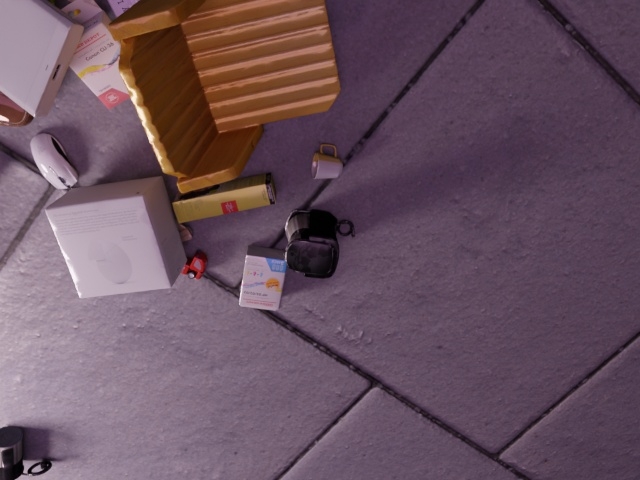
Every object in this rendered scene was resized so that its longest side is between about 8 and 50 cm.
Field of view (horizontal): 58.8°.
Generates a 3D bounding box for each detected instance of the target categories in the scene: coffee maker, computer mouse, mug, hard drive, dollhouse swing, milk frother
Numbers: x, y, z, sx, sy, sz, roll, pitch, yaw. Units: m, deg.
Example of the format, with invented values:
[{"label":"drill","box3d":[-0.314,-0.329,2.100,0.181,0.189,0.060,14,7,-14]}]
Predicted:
[{"label":"coffee maker","box3d":[0.000,0.000,1.340,0.171,0.178,0.120,-15,115,3]},{"label":"computer mouse","box3d":[-0.602,-0.152,1.305,0.106,0.042,0.193,-24,114,8]},{"label":"mug","box3d":[0.019,-0.179,1.327,0.064,0.062,0.078,4,121,-14]},{"label":"hard drive","box3d":[-0.624,-0.412,1.115,0.307,0.040,0.203,37,109,9]},{"label":"dollhouse swing","box3d":[-0.148,-0.314,1.100,0.305,0.315,0.346,-1,130,16]},{"label":"milk frother","box3d":[-0.853,0.610,1.619,0.143,0.129,0.134,-15,125,-45]}]

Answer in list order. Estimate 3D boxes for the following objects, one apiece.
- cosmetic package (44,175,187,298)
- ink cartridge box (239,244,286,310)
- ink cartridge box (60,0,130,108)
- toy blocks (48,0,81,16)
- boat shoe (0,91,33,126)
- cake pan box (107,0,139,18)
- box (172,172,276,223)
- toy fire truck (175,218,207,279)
[{"label":"cosmetic package","box3d":[-0.450,-0.010,1.280,0.224,0.138,0.224,-7,116,7]},{"label":"ink cartridge box","box3d":[-0.148,0.111,1.445,0.104,0.061,0.181,8,114,-7]},{"label":"ink cartridge box","box3d":[-0.452,-0.382,1.161,0.115,0.067,0.198,-28,135,9]},{"label":"toy blocks","box3d":[-0.519,-0.509,1.141,0.123,0.054,0.148,5,114,-6]},{"label":"boat shoe","box3d":[-0.767,-0.320,1.177,0.324,0.116,0.123,22,111,-13]},{"label":"cake pan box","box3d":[-0.321,-0.546,1.132,0.246,0.070,0.266,-18,116,7]},{"label":"box","box3d":[-0.222,-0.101,1.331,0.232,0.087,0.058,-11,115,0]},{"label":"toy fire truck","box3d":[-0.357,0.004,1.390,0.192,0.047,0.135,24,111,-13]}]
